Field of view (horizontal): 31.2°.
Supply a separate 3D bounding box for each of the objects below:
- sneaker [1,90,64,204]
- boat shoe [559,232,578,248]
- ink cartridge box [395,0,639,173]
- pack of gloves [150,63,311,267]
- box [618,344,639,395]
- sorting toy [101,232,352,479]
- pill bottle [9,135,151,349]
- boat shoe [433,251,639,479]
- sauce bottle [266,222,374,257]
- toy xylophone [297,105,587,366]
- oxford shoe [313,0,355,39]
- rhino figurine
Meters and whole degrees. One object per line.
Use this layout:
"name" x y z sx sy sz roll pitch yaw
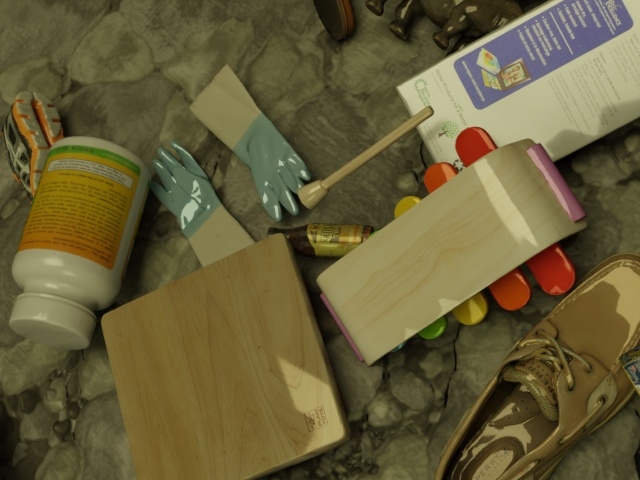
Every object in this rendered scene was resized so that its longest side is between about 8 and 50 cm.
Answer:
"sneaker" -0.381 -0.096 1.567 0.083 0.084 0.215 -37 63 38
"boat shoe" 0.207 -0.014 1.296 0.178 0.064 0.060 -12 35 28
"ink cartridge box" 0.268 -0.180 1.289 0.332 0.065 0.165 -27 86 14
"pack of gloves" -0.112 -0.076 1.468 0.195 0.046 0.232 -47 61 19
"box" 0.360 0.178 1.125 0.054 0.059 0.169 -31 88 11
"sorting toy" -0.104 0.163 1.346 0.255 0.089 0.257 -25 65 14
"pill bottle" -0.306 0.005 1.440 0.136 0.136 0.246 1 63 23
"boat shoe" 0.243 0.152 1.188 0.121 0.110 0.341 35 88 29
"sauce bottle" 0.000 0.000 1.370 0.128 0.042 0.042 1 73 9
"toy xylophone" 0.116 -0.006 1.249 0.322 0.081 0.236 -28 82 26
"oxford shoe" 0.023 -0.361 1.485 0.076 0.076 0.212 -6 77 -21
"rhino figurine" 0.179 -0.265 1.379 0.243 0.073 0.106 34 83 26
